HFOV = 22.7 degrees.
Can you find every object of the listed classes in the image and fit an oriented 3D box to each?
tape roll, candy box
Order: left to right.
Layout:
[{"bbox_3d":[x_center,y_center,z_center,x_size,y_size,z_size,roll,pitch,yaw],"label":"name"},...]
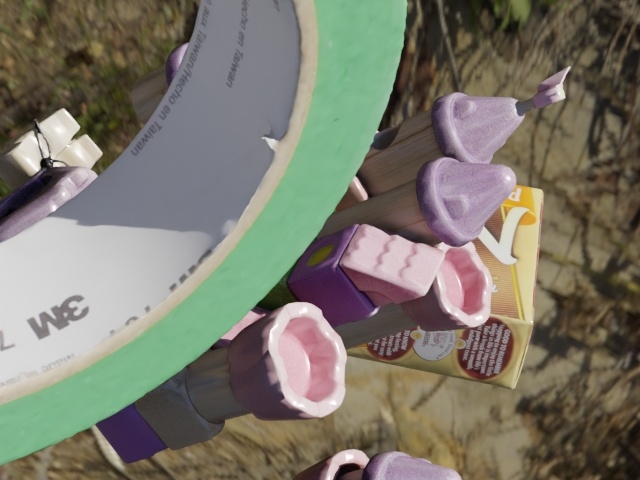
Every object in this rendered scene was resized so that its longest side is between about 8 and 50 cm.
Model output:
[{"bbox_3d":[-0.121,-0.046,0.567,0.321,0.321,0.077,-37,56,-7],"label":"tape roll"},{"bbox_3d":[0.027,0.010,1.380,0.316,0.087,0.183,12,40,2],"label":"candy box"}]

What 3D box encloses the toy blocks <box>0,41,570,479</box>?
[{"bbox_3d":[0.000,0.000,0.966,0.309,0.260,0.288,52,40,-20],"label":"toy blocks"}]
